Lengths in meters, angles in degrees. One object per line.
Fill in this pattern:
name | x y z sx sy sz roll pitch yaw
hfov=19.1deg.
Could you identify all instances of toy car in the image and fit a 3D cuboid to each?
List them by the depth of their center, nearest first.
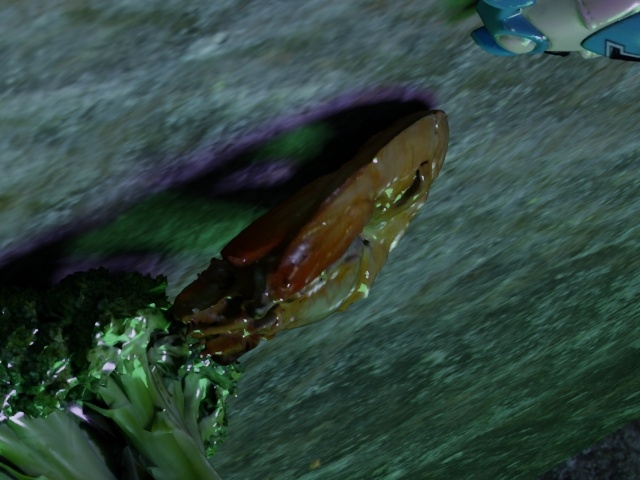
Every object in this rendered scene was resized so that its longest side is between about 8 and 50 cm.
toy car | 0.162 -0.120 0.931 0.161 0.098 0.126 -28 163 -6

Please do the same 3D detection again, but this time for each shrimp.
shrimp | -0.001 0.000 1.024 0.267 0.061 0.145 -27 159 -54

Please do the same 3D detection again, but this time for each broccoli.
broccoli | -0.145 0.141 1.041 0.269 0.242 0.261 -52 153 -24
